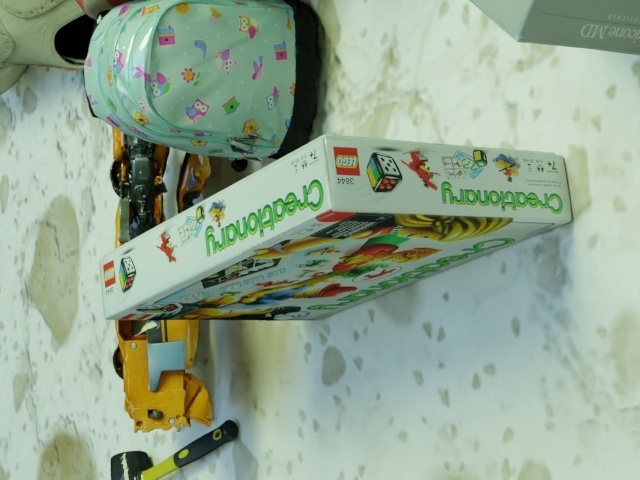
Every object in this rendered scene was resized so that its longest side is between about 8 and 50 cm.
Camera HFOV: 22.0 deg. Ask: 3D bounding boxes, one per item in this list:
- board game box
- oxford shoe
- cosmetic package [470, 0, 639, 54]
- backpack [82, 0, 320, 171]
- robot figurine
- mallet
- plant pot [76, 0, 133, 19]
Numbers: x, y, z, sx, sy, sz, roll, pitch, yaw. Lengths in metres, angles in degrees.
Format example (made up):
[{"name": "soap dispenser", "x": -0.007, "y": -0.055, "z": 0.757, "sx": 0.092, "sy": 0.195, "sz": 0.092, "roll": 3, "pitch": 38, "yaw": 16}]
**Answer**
[{"name": "board game box", "x": 0.000, "y": 0.000, "z": 1.140, "sx": 0.305, "sy": 0.193, "sz": 0.053, "roll": -25, "pitch": 68, "yaw": 53}, {"name": "oxford shoe", "x": -0.287, "y": -0.206, "z": 1.619, "sx": 0.146, "sy": 0.140, "sz": 0.397, "roll": 42, "pitch": 158, "yaw": -4}, {"name": "cosmetic package", "x": 0.176, "y": -0.232, "z": 0.950, "sx": 0.107, "sy": 0.127, "sz": 0.238, "roll": 48, "pitch": 128, "yaw": 45}, {"name": "backpack", "x": -0.091, "y": -0.136, "z": 1.287, "sx": 0.115, "sy": 0.182, "sz": 0.152, "roll": -3, "pitch": 86, "yaw": 56}, {"name": "robot figurine", "x": -0.136, "y": 0.016, "z": 1.402, "sx": 0.211, "sy": 0.085, "sz": 0.291, "roll": 149, "pitch": 119, "yaw": -83}, {"name": "mallet", "x": -0.133, "y": 0.190, "z": 1.474, "sx": 0.189, "sy": 0.039, "sz": 0.062, "roll": -42, "pitch": 53, "yaw": 41}, {"name": "plant pot", "x": -0.145, "y": -0.325, "z": 1.312, "sx": 0.275, "sy": 0.275, "sz": 0.243, "roll": -32, "pitch": 80, "yaw": 51}]
